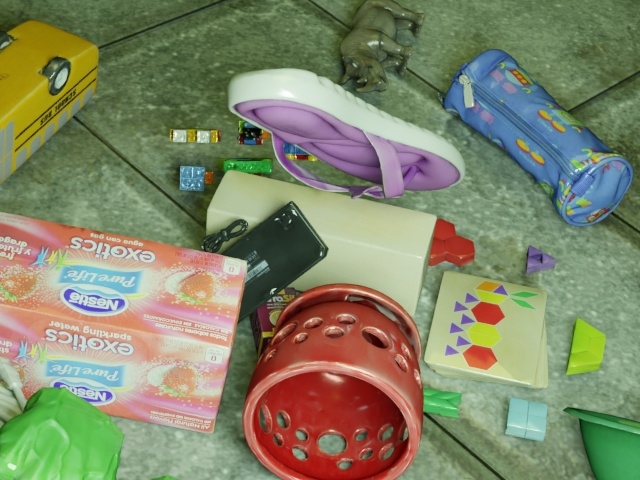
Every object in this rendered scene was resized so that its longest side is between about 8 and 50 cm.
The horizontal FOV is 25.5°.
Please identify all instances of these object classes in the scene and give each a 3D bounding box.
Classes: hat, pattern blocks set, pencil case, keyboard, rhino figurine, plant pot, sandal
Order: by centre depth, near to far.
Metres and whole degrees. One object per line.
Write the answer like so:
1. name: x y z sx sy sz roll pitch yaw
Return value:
1. plant pot: 0.021 0.151 1.540 0.191 0.191 0.174 13 39 -1
2. hat: 0.343 0.298 1.584 0.173 0.183 0.208 14 -2 -12
3. keyboard: -0.089 0.026 1.678 0.180 0.023 0.108 -37 82 3
4. sandal: 0.024 -0.101 1.698 0.169 0.102 0.416 -2 -15 37
5. pattern blocks set: 0.208 0.109 1.749 0.285 0.026 0.325 17 43 12
6. pencil case: 0.299 -0.152 1.994 0.133 0.119 0.306 11 31 -50
7. rhino figurine: 0.084 -0.289 2.129 0.106 0.073 0.243 20 43 2

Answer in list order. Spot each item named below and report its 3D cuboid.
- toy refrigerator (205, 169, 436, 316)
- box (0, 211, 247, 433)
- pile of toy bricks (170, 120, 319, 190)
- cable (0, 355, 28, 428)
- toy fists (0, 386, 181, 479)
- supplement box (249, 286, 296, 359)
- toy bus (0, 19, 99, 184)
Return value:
1. toy refrigerator: 0.000 0.000 1.749 0.270 0.102 0.094 13 41 8
2. box: -0.245 0.092 1.565 0.300 0.154 0.142 12 42 -4
3. pile of toy bricks: -0.089 -0.100 1.872 0.212 0.118 0.105 3 7 4
4. cable: -0.378 0.250 1.404 0.257 0.089 0.257 -20 53 -31
5. toy fists: -0.202 0.270 1.351 0.279 0.096 0.142 44 22 -20
6. supplement box: -0.052 0.099 1.687 0.055 0.043 0.083 -1 43 -15
7. toy bus: -0.415 -0.167 1.820 0.108 0.130 0.332 24 43 11
